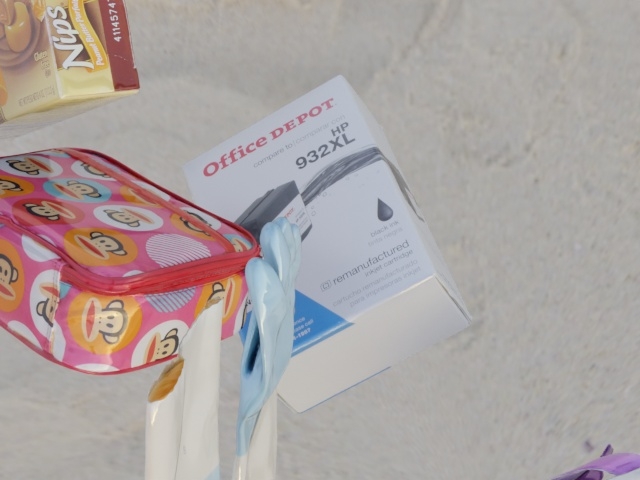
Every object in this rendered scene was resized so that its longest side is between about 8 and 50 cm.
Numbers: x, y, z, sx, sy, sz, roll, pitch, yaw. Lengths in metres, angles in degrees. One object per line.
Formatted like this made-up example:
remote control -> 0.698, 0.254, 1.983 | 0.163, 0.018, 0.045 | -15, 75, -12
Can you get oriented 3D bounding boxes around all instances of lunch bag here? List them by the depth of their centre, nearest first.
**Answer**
lunch bag -> -0.206, 0.009, 1.306 | 0.293, 0.258, 0.120 | 28, 115, 34

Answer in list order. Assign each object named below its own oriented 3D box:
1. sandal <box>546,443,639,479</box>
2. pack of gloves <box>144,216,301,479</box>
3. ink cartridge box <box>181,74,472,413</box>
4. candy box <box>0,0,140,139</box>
sandal -> 0.315, 0.254, 1.367 | 0.416, 0.169, 0.102 | -24, 39, 19
pack of gloves -> -0.034, 0.115, 0.715 | 0.046, 0.232, 0.195 | 14, 36, 13
ink cartridge box -> 0.000, 0.000, 1.534 | 0.223, 0.129, 0.307 | -29, 53, 9
candy box -> -0.294, -0.203, 1.333 | 0.087, 0.316, 0.183 | -9, 91, -34
